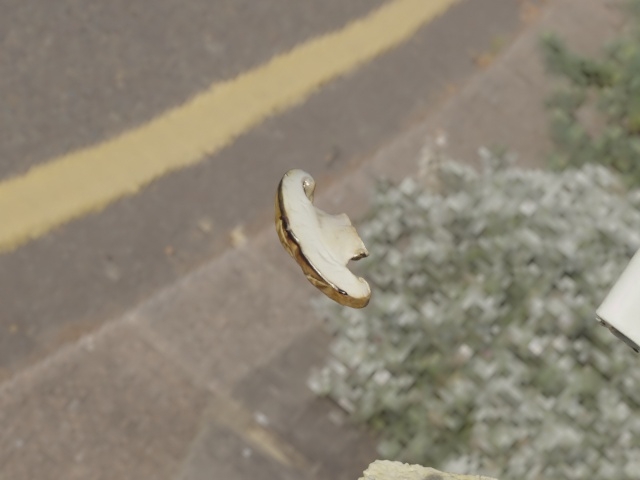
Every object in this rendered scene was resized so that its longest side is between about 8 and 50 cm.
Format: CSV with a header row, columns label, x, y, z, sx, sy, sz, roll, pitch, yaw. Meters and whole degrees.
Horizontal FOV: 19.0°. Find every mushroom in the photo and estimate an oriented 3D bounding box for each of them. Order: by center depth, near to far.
label,x,y,z,sx,sy,sz,roll,pitch,yaw
mushroom,0.000,0.000,1.148,0.049,0.019,0.101,-9,57,-30

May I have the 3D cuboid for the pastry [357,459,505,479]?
label,x,y,z,sx,sy,sz,roll,pitch,yaw
pastry,0.132,0.299,1.993,0.258,0.121,0.089,7,13,-7

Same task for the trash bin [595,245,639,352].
label,x,y,z,sx,sy,sz,roll,pitch,yaw
trash bin,0.478,0.007,1.938,0.296,0.368,0.256,39,2,13
